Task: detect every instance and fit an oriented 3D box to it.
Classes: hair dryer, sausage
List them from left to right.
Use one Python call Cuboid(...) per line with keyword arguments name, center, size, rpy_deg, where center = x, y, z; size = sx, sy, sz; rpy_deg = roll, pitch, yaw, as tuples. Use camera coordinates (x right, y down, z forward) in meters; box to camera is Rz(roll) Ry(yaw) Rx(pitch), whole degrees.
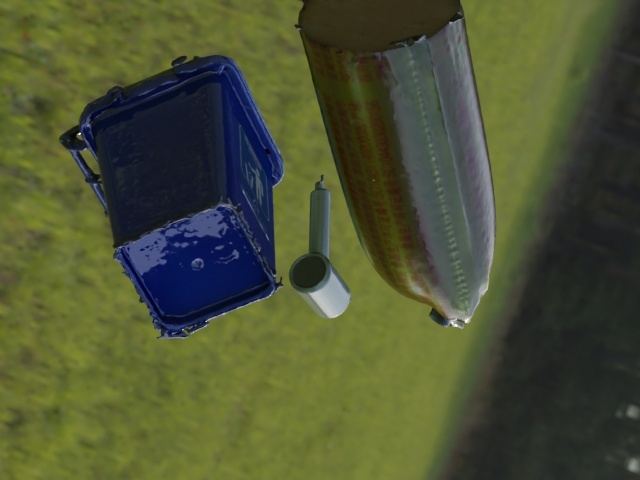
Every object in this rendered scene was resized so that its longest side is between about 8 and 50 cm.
Cuboid(name="hair dryer", center=(0.000, 0.000, 1.371), size=(0.063, 0.038, 0.124), rpy_deg=(54, 32, -58))
Cuboid(name="sausage", center=(0.078, -0.049, 1.209), size=(0.117, 0.125, 0.317), rpy_deg=(-38, 130, -27))

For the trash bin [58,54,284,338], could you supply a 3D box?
Cuboid(name="trash bin", center=(-0.128, -0.037, 1.422), size=(0.234, 0.184, 0.162), rpy_deg=(-103, 169, -53))
